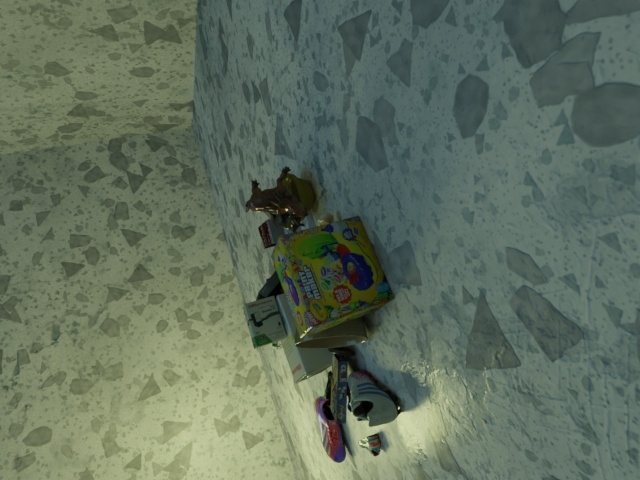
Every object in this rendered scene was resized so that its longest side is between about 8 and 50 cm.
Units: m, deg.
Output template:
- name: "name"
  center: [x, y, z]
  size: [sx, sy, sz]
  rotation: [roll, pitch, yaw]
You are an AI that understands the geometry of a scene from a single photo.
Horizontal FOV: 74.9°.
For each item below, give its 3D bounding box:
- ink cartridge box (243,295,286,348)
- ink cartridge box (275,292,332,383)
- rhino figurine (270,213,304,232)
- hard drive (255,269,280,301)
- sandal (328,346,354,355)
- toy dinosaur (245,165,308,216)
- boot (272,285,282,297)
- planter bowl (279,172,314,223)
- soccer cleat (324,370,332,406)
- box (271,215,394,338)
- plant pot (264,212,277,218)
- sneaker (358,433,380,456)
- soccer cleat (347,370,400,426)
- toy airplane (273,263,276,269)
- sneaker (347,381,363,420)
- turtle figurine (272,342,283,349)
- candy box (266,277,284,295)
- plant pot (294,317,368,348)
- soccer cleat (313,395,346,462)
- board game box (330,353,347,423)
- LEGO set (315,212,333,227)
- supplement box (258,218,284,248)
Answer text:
- name: "ink cartridge box"
  center: [-0.263, 0.380, 1.959]
  size: [0.087, 0.152, 0.209]
  rotation: [129, 124, -64]
- name: "ink cartridge box"
  center: [-0.094, 0.460, 2.020]
  size: [0.279, 0.160, 0.385]
  rotation: [118, 134, -60]
- name: "rhino figurine"
  center: [-0.132, -0.083, 1.622]
  size: [0.243, 0.073, 0.106]
  rotation: [22, 143, 60]
- name: "hard drive"
  center: [-0.231, 0.207, 2.116]
  size: [0.054, 0.255, 0.172]
  rotation: [35, 150, 4]
- name: "sandal"
  center: [0.072, 0.419, 1.720]
  size: [0.219, 0.089, 0.060]
  rotation: [-154, 74, -71]
- name: "toy dinosaur"
  center: [-0.190, -0.145, 1.536]
  size: [0.127, 0.295, 0.201]
  rotation: [59, -152, -35]
- name: "boot"
  center: [-0.267, 0.288, 2.250]
  size: [0.090, 0.207, 0.248]
  rotation: [40, 170, -14]
- name: "planter bowl"
  center: [-0.083, -0.175, 1.661]
  size: [0.217, 0.090, 0.218]
  rotation: [45, 143, 48]
- name: "soccer cleat"
  center: [0.050, 0.692, 1.939]
  size: [0.060, 0.072, 0.179]
  rotation: [24, 126, 63]
- name: "box"
  center: [0.029, 0.114, 1.322]
  size: [0.290, 0.278, 0.177]
  rotation: [68, 158, 17]
- name: "plant pot"
  center: [-0.192, -0.145, 1.953]
  size: [0.096, 0.109, 0.109]
  rotation: [54, 153, 14]
- name: "sneaker"
  center: [0.200, 0.831, 1.678]
  size: [0.161, 0.057, 0.076]
  rotation: [111, 144, -53]
- name: "soccer cleat"
  center: [0.150, 0.562, 1.506]
  size: [0.331, 0.143, 0.116]
  rotation: [-179, 75, -68]
- name: "toy airplane"
  center: [-0.218, 0.146, 2.301]
  size: [0.151, 0.028, 0.151]
  rotation: [41, 140, 46]
- name: "sneaker"
  center: [0.137, 0.634, 1.659]
  size: [0.221, 0.086, 0.084]
  rotation: [-153, 52, -65]
- name: "turtle figurine"
  center: [-0.199, 0.527, 2.242]
  size: [0.234, 0.175, 0.118]
  rotation: [11, 74, 46]
- name: "candy box"
  center: [-0.257, 0.351, 2.475]
  size: [0.159, 0.071, 0.234]
  rotation: [50, 147, 43]
- name: "plant pot"
  center: [0.028, 0.231, 1.505]
  size: [0.256, 0.256, 0.274]
  rotation: [123, 145, -63]
- name: "soccer cleat"
  center: [0.054, 0.925, 2.048]
  size: [0.116, 0.108, 0.319]
  rotation: [-47, 58, 61]
- name: "board game box"
  center: [0.075, 0.594, 1.706]
  size: [0.165, 0.042, 0.244]
  rotation: [165, 107, -84]
- name: "LEGO set"
  center: [0.000, 0.000, 1.565]
  size: [0.107, 0.132, 0.287]
  rotation: [54, 132, 7]
- name: "supplement box"
  center: [-0.262, -0.037, 2.228]
  size: [0.239, 0.073, 0.131]
  rotation: [156, 98, -69]
